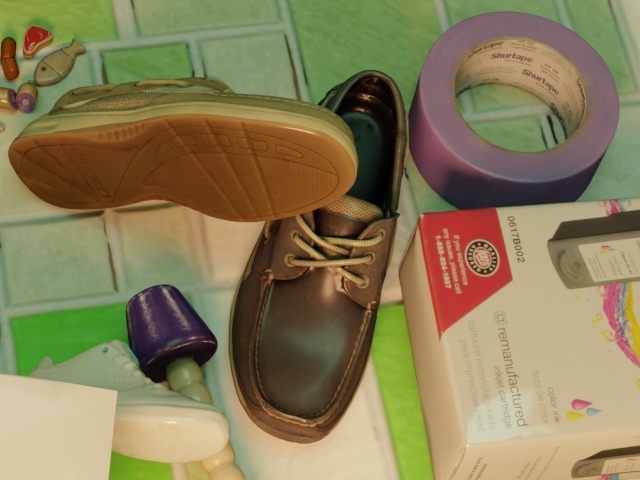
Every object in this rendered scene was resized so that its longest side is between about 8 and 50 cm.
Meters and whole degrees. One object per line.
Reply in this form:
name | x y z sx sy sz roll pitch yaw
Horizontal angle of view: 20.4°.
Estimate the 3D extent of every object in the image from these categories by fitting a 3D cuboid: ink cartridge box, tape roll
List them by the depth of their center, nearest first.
ink cartridge box | 0.238 0.086 1.540 0.306 0.131 0.226 -6 63 -9
tape roll | 0.180 -0.117 1.668 0.189 0.080 0.189 4 62 -7

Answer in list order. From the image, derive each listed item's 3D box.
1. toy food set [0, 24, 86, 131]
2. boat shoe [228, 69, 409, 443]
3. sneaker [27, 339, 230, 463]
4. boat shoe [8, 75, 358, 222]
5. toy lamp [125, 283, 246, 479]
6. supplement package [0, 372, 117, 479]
toy food set | -0.285 -0.161 1.664 0.078 0.019 0.122 32 63 9
boat shoe | 0.000 0.000 1.552 0.132 0.130 0.355 11 61 -2
sneaker | -0.162 0.125 1.453 0.212 0.080 0.094 1 56 28
boat shoe | -0.113 -0.096 1.534 0.341 0.122 0.110 3 45 29
toy lamp | -0.095 0.164 1.485 0.080 0.080 0.275 -16 66 -15
supplement package | -0.270 0.203 1.353 0.194 0.203 0.149 10 61 -13
